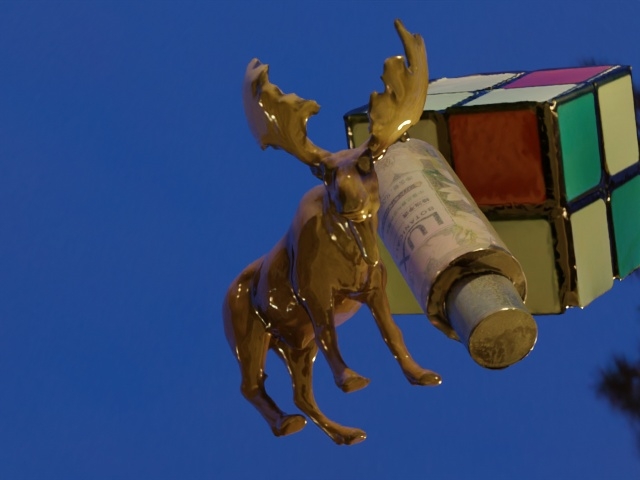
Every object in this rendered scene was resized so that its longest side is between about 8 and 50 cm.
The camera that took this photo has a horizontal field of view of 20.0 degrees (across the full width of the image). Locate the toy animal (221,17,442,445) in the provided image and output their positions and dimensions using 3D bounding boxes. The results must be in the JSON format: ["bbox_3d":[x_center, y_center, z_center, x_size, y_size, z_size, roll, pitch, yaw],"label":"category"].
[{"bbox_3d":[0.000,0.000,0.978,0.094,0.186,0.214,0,-27,-32],"label":"toy animal"}]

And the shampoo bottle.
[{"bbox_3d":[0.080,0.007,1.145,0.072,0.214,0.072,-7,-60,-13],"label":"shampoo bottle"}]

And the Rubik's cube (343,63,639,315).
[{"bbox_3d":[0.143,-0.041,1.430,0.180,0.183,0.167,-1,-76,32],"label":"Rubik's cube"}]
